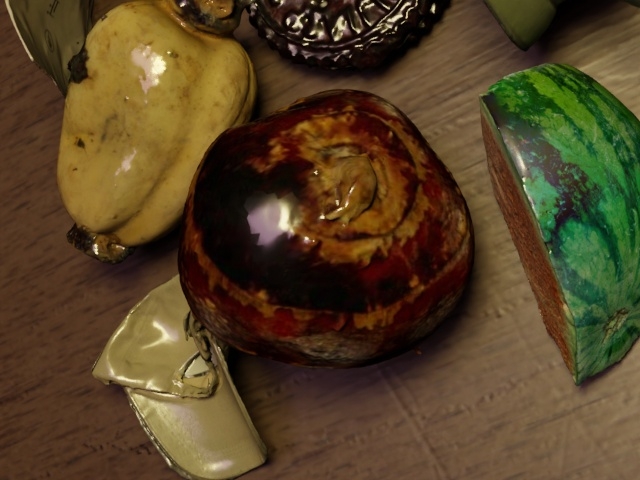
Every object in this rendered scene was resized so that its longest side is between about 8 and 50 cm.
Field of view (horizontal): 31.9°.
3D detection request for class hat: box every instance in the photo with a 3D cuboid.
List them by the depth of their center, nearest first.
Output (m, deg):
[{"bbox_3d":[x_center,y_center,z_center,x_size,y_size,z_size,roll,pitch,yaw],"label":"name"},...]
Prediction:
[{"bbox_3d":[-0.100,0.118,0.950,0.147,0.085,0.175,-25,97,33],"label":"hat"}]

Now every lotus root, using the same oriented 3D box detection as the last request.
[{"bbox_3d":[-0.142,-0.107,0.940,0.154,0.140,0.257,24,100,-21],"label":"lotus root"}]

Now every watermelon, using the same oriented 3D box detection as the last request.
[{"bbox_3d":[0.182,-0.026,0.796,0.128,0.146,0.231,-24,72,18],"label":"watermelon"}]

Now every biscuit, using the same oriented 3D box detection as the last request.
[{"bbox_3d":[0.022,-0.234,0.941,0.194,0.053,0.194,-3,82,23],"label":"biscuit"}]

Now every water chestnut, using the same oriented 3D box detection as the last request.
[{"bbox_3d":[0.000,0.000,0.857,0.224,0.238,0.223,2,50,-2],"label":"water chestnut"}]

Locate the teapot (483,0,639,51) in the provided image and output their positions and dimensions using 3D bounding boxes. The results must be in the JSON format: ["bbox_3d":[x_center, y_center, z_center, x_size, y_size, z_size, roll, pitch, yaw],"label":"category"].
[{"bbox_3d":[0.245,-0.279,0.759,0.337,0.200,0.270,-29,59,19],"label":"teapot"}]

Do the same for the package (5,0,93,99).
[{"bbox_3d":[-0.244,-0.242,0.977,0.062,0.204,0.251,-7,79,6],"label":"package"}]
